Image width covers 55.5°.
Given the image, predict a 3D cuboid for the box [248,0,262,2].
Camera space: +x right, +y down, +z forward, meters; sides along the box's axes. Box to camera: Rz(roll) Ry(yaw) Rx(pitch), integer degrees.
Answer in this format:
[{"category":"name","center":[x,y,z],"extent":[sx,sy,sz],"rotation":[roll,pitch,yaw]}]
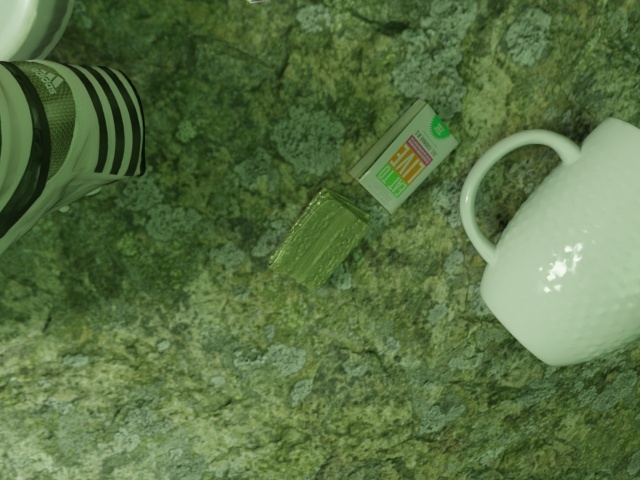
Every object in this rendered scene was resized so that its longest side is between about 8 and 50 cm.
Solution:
[{"category":"box","center":[-0.046,-0.377,0.511],"extent":[0.176,0.290,0.279],"rotation":[-18,123,-14]}]

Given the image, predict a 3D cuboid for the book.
[{"category":"book","center":[0.123,-0.119,0.883],"extent":[0.144,0.035,0.096],"rotation":[-48,128,5]}]

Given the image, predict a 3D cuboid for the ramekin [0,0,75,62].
[{"category":"ramekin","center":[-0.359,-0.254,0.541],"extent":[0.272,0.127,0.273],"rotation":[-11,120,-18]}]

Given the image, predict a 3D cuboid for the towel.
[{"category":"towel","center":[0.000,0.000,0.894],"extent":[0.110,0.027,0.148],"rotation":[32,100,-34]}]

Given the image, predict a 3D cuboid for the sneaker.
[{"category":"sneaker","center":[-0.336,-0.023,0.653],"extent":[0.447,0.169,0.257],"rotation":[-35,175,32]}]

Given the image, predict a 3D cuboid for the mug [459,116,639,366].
[{"category":"mug","center":[0.387,-0.007,0.938],"extent":[0.374,0.276,0.328],"rotation":[41,105,-4]}]
